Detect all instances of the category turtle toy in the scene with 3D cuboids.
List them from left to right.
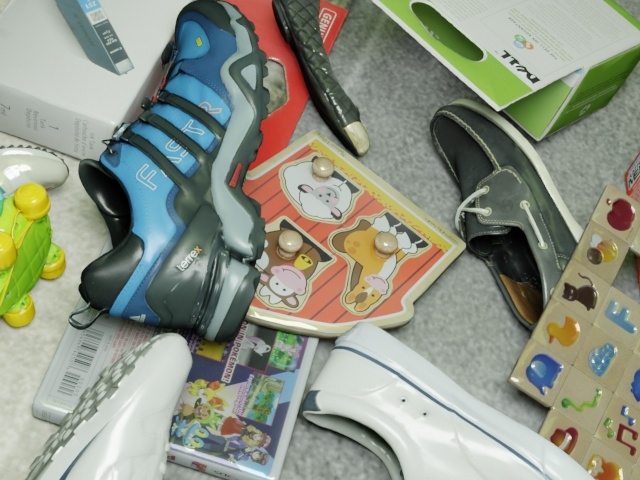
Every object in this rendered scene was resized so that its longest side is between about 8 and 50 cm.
[{"bbox_3d":[-0.242,0.016,0.880,0.066,0.095,0.130,16,51,14],"label":"turtle toy"}]

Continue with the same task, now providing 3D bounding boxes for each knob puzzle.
[{"bbox_3d":[0.000,0.000,0.966,0.213,0.030,0.213,8,52,-10],"label":"knob puzzle"}]

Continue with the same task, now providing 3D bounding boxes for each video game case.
[{"bbox_3d":[-0.096,0.075,0.917,0.183,0.023,0.201,18,51,-2],"label":"video game case"}]

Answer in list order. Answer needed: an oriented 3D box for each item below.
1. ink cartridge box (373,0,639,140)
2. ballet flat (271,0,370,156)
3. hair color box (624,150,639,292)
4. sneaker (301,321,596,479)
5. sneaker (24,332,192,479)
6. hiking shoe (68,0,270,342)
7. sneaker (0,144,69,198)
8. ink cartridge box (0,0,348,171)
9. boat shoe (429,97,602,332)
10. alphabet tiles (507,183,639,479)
[{"bbox_3d":[0.152,-0.181,1.098,0.255,0.097,0.189,-28,65,-41],"label":"ink cartridge box"},{"bbox_3d":[0.007,-0.155,1.074,0.049,0.057,0.173,-22,76,-7],"label":"ballet flat"},{"bbox_3d":[0.330,-0.002,1.070,0.093,0.053,0.167,10,54,-8],"label":"hair color box"},{"bbox_3d":[0.102,0.167,0.874,0.258,0.094,0.091,33,71,15],"label":"sneaker"},{"bbox_3d":[-0.144,0.168,0.795,0.095,0.090,0.235,37,66,-10],"label":"sneaker"},{"bbox_3d":[-0.113,-0.072,0.909,0.132,0.113,0.304,8,55,-16],"label":"hiking shoe"},{"bbox_3d":[-0.274,-0.027,0.930,0.161,0.057,0.075,-5,73,-20],"label":"sneaker"},{"bbox_3d":[-0.130,-0.181,1.067,0.261,0.066,0.296,20,52,1],"label":"ink cartridge box"},{"bbox_3d":[0.153,-0.026,1.019,0.079,0.084,0.233,-17,64,-26],"label":"boat shoe"},{"bbox_3d":[0.262,0.100,0.955,0.198,0.009,0.237,34,67,-5],"label":"alphabet tiles"}]
